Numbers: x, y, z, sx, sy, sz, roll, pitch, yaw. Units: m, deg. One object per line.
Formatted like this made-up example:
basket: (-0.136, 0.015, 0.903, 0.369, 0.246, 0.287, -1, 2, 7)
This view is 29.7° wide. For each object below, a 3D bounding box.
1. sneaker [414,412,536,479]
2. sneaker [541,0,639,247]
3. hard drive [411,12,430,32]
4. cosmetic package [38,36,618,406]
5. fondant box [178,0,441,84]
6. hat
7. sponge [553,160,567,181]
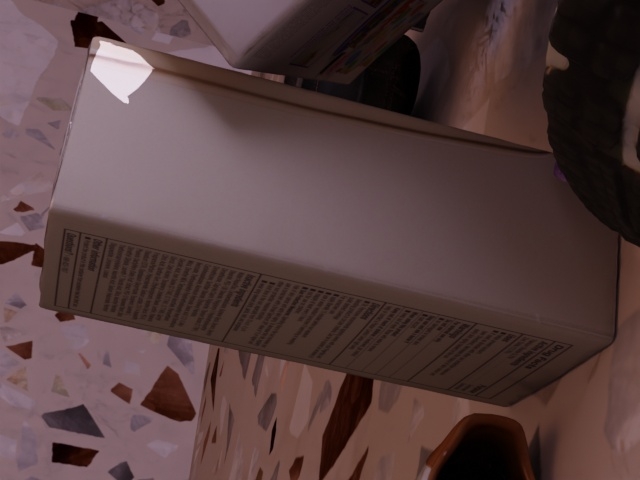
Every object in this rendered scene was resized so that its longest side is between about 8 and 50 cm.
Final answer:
sneaker: (0.076, 0.201, 0.605, 0.290, 0.106, 0.123, -88, 12, -55)
sneaker: (0.209, -0.153, 0.382, 0.182, 0.158, 0.410, -42, -21, -45)
hard drive: (0.100, -0.374, 1.019, 0.237, 0.064, 0.338, -94, 19, -60)
cosmetic package: (0.000, 0.000, 0.711, 0.160, 0.310, 0.113, 126, 155, -64)
fondant box: (0.047, -0.212, 0.749, 0.238, 0.096, 0.330, -41, -5, 13)
hat: (0.030, -0.142, 1.214, 0.331, 0.134, 0.331, -170, 90, -89)
sponge: (0.174, -0.119, 0.594, 0.117, 0.031, 0.210, -124, 48, -77)
